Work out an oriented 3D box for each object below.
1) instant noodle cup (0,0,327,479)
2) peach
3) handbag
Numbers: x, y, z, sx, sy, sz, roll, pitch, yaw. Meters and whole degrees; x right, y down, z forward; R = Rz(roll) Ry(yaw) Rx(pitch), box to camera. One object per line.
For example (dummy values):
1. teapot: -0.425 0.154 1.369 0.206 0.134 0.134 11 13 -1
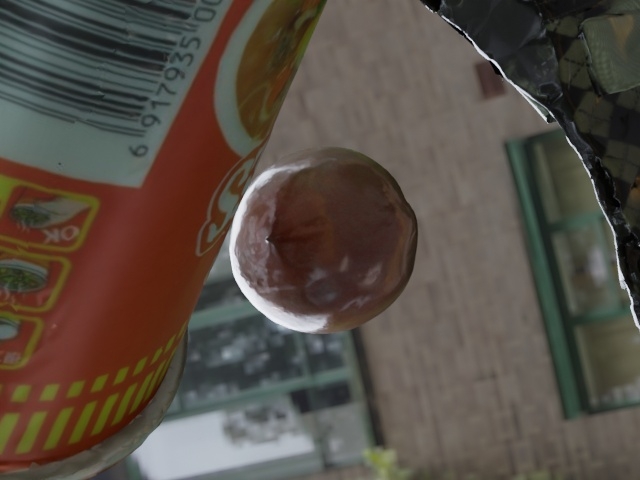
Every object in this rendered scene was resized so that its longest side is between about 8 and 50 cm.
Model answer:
1. instant noodle cup: -0.077 -0.075 0.496 0.193 0.212 0.193 22 -146 -16
2. peach: 0.001 0.001 0.841 0.083 0.083 0.083 32 -130 -50
3. handbag: 0.282 -0.088 1.576 0.316 0.180 0.416 -26 -94 -48
